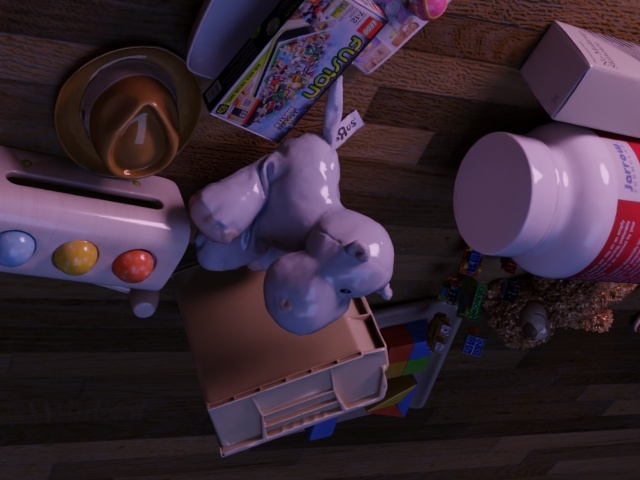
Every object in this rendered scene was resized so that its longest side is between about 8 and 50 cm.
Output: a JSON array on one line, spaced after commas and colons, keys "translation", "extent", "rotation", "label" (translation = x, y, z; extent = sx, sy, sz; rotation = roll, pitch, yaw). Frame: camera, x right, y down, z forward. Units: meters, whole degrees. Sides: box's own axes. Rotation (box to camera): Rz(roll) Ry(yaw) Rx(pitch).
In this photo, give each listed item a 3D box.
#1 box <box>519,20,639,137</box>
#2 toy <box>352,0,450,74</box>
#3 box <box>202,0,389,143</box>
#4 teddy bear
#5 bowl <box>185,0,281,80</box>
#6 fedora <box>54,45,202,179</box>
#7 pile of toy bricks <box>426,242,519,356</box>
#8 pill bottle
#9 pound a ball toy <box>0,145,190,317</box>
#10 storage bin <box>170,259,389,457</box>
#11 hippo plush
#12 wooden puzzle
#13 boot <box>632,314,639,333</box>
[{"translation": [0.424, -0.215, 1.383], "extent": [0.275, 0.113, 0.094], "rotation": [6, 133, -32], "label": "box"}, {"translation": [0.112, -0.296, 1.181], "extent": [0.237, 0.056, 0.137], "rotation": [-39, 140, 19], "label": "toy"}, {"translation": [-0.030, -0.211, 1.142], "extent": [0.114, 0.036, 0.207], "rotation": [20, 125, -42], "label": "box"}, {"translation": [0.457, 0.085, 1.743], "extent": [0.338, 0.113, 0.245], "rotation": [-16, 138, -9], "label": "teddy bear"}, {"translation": [-0.080, -0.250, 1.143], "extent": [0.142, 0.053, 0.142], "rotation": [8, 132, -31], "label": "bowl"}, {"translation": [-0.221, -0.136, 1.178], "extent": [0.194, 0.079, 0.194], "rotation": [-15, 137, -14], "label": "fedora"}, {"translation": [0.252, 0.089, 1.656], "extent": [0.118, 0.105, 0.212], "rotation": [16, 100, -8], "label": "pile of toy bricks"}, {"translation": [0.409, -0.053, 1.465], "extent": [0.407, 0.229, 0.229], "rotation": [4, 134, -30], "label": "pill bottle"}, {"translation": [-0.313, 0.018, 1.273], "extent": [0.319, 0.136, 0.208], "rotation": [11, 130, -34], "label": "pound a ball toy"}, {"translation": [-0.062, 0.131, 1.425], "extent": [0.260, 0.262, 0.123], "rotation": [-18, 139, -5], "label": "storage bin"}, {"translation": [0.000, 0.000, 1.289], "extent": [0.294, 0.236, 0.234], "rotation": [-38, 155, 0], "label": "hippo plush"}, {"translation": [0.065, 0.247, 1.762], "extent": [0.347, 0.080, 0.322], "rotation": [-6, 138, -20], "label": "wooden puzzle"}, {"translation": [0.705, 0.158, 1.967], "extent": [0.158, 0.085, 0.059], "rotation": [-28, 143, 9], "label": "boot"}]
